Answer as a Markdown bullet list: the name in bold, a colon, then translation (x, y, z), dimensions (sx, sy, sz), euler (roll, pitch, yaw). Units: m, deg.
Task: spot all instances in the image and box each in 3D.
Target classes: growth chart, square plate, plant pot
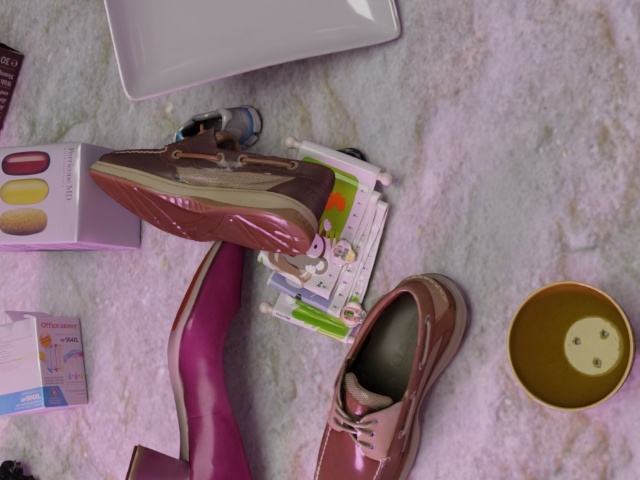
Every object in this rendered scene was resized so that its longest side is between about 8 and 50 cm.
- **growth chart**: translation (0.000, 0.000, 1.437), dimensions (0.171, 0.021, 0.237), euler (13, 96, 21)
- **square plate**: translation (-0.108, -0.372, 1.438), dimensions (0.347, 0.049, 0.344), euler (-14, 89, -3)
- **plant pot**: translation (0.277, 0.112, 1.241), dimensions (0.134, 0.095, 0.134), euler (-4, 83, 30)

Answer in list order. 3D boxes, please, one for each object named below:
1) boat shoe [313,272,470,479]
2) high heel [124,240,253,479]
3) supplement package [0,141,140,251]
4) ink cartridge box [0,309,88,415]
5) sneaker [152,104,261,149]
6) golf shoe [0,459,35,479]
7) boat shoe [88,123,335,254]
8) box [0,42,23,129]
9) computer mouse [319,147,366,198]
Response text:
- **boat shoe**: translation (0.058, 0.184, 1.348), dimensions (0.123, 0.116, 0.325), euler (24, 97, 30)
- **high heel**: translation (-0.114, 0.182, 1.487), dimensions (0.181, 0.127, 0.377), euler (19, 84, -10)
- **supplement package**: translation (-0.381, -0.056, 1.614), dimensions (0.244, 0.134, 0.139), euler (-2, 85, 30)
- **ink cartridge box**: translation (-0.392, 0.165, 1.623), dimensions (0.089, 0.092, 0.143), euler (-13, 80, 28)
- **sneaker**: translation (-0.174, -0.128, 1.533), dimensions (0.190, 0.083, 0.071), euler (-30, 73, 26)
- **golf shoe**: translation (-0.415, 0.405, 1.633), dimensions (0.094, 0.077, 0.198), euler (-54, 56, 27)
- **boat shoe**: translation (-0.133, -0.076, 1.448), dimensions (0.341, 0.123, 0.123), euler (11, 62, 35)
- **box**: translation (-0.597, -0.131, 1.714), dimensions (0.143, 0.191, 0.382), euler (23, 97, 30)
- **computer mouse**: translation (-0.051, -0.070, 1.487), dimensions (0.242, 0.041, 0.071), euler (-12, 87, 22)
